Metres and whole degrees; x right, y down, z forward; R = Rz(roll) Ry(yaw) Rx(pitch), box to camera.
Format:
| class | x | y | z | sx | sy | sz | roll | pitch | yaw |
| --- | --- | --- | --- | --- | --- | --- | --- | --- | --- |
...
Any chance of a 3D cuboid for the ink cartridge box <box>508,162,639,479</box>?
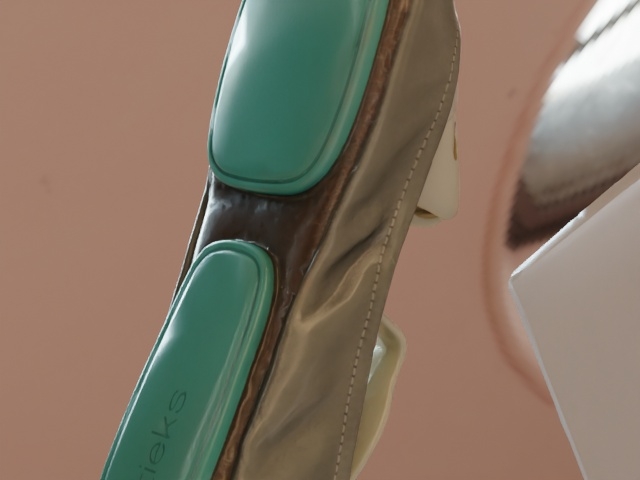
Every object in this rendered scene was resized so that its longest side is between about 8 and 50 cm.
| class | x | y | z | sx | sy | sz | roll | pitch | yaw |
| --- | --- | --- | --- | --- | --- | --- | --- | --- | --- |
| ink cartridge box | 0.236 | 0.052 | 0.519 | 0.270 | 0.197 | 0.198 | 7 | -127 | -40 |

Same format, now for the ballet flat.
| class | x | y | z | sx | sy | sz | roll | pitch | yaw |
| --- | --- | --- | --- | --- | --- | --- | --- | --- | --- |
| ballet flat | 0.000 | 0.000 | 0.495 | 0.068 | 0.213 | 0.072 | 19 | 178 | -37 |
